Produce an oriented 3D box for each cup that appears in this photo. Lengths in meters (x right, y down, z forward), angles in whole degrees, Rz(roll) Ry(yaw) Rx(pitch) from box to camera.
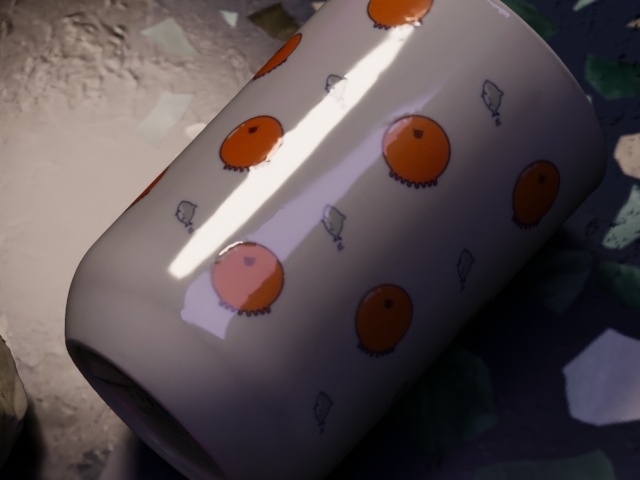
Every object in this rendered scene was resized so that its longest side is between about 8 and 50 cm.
[{"bbox_3d":[0.000,0.000,1.141,0.212,0.212,0.317,37,71,21],"label":"cup"}]

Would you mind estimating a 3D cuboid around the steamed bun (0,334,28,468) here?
[{"bbox_3d":[-0.295,0.125,1.135,0.218,0.144,0.211,-17,62,-4],"label":"steamed bun"}]
